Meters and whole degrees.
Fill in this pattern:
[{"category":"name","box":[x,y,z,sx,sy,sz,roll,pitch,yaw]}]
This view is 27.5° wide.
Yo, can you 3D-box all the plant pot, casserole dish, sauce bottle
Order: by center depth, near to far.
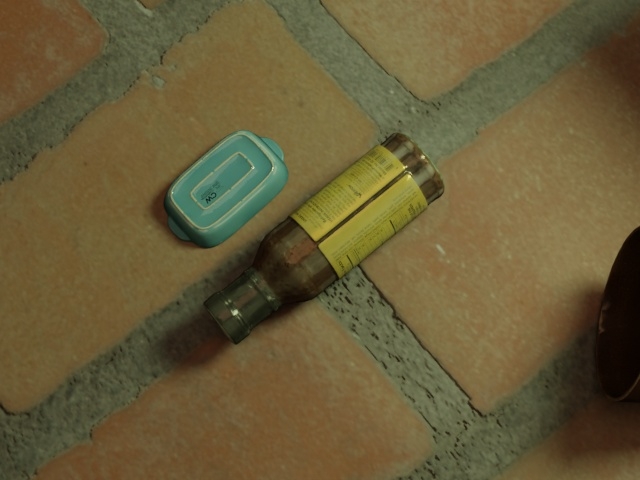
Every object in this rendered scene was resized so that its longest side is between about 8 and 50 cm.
[{"category":"plant pot","box":[0.479,0.109,1.578,0.230,0.215,0.215,12,73,-5]},{"category":"sauce bottle","box":[0.000,0.000,1.699,0.344,0.111,0.111,-37,72,-7]},{"category":"casserole dish","box":[-0.131,-0.075,1.778,0.188,0.037,0.114,-42,72,-7]}]
